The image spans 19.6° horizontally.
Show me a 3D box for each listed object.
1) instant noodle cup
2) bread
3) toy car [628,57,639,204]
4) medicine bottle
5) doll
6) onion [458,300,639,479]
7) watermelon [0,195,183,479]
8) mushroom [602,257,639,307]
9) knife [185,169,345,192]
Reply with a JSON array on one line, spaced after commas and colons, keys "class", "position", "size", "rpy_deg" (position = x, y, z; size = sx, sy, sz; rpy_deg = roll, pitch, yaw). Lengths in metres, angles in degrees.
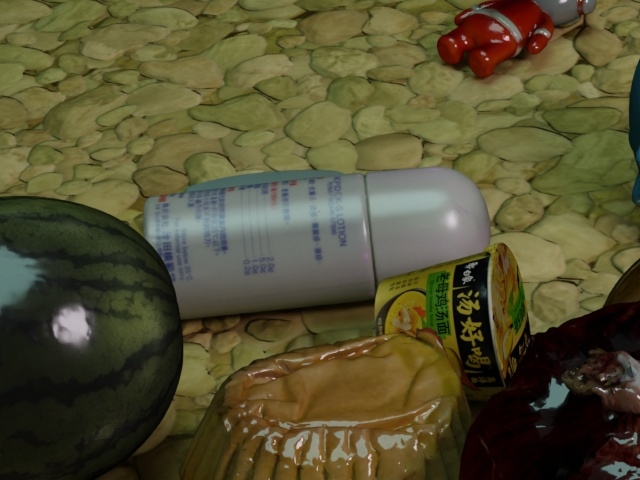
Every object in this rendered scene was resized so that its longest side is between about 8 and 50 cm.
[{"class": "instant noodle cup", "position": [0.122, 0.084, 1.706], "size": [0.122, 0.151, 0.151], "rpy_deg": [-9, 33, 16]}, {"class": "bread", "position": [0.007, 0.184, 1.575], "size": [0.274, 0.149, 0.274], "rpy_deg": [-5, 30, 3]}, {"class": "toy car", "position": [0.392, -0.102, 1.834], "size": [0.188, 0.255, 0.190], "rpy_deg": [18, 58, 26]}, {"class": "medicine bottle", "position": [0.000, 0.000, 1.856], "size": [0.340, 0.130, 0.130], "rpy_deg": [-7, 34, 3]}, {"class": "doll", "position": [0.253, -0.280, 2.261], "size": [0.245, 0.076, 0.142], "rpy_deg": [-36, 44, -28]}, {"class": "onion", "position": [0.256, 0.168, 1.388], "size": [0.313, 0.232, 0.314], "rpy_deg": [-7, 47, 7]}, {"class": "watermelon", "position": [-0.300, 0.101, 1.639], "size": [0.359, 0.279, 0.279], "rpy_deg": [-8, 34, 0]}, {"class": "mushroom", "position": [0.363, 0.112, 1.602], "size": [0.233, 0.208, 0.302], "rpy_deg": [-46, 45, 15]}, {"class": "knife", "position": [0.007, -0.054, 2.021], "size": [0.331, 0.044, 0.080], "rpy_deg": [8, 38, 28]}]
